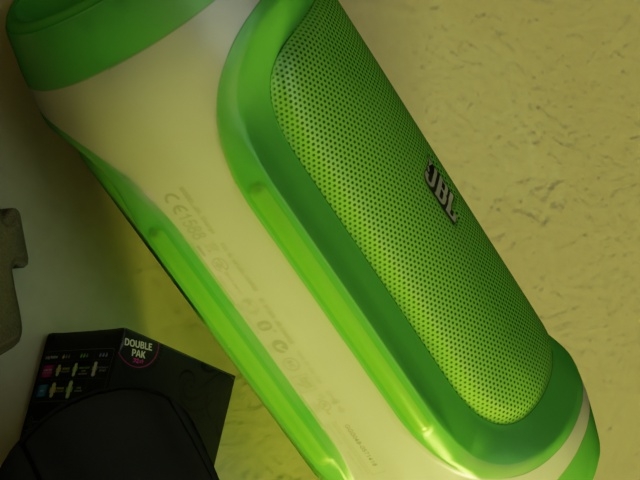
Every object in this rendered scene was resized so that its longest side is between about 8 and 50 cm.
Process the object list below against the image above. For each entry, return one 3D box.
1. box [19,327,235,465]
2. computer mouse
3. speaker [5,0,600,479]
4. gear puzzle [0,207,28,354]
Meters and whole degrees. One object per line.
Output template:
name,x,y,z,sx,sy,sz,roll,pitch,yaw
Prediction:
box,-0.079,0.083,0.698,0.062,0.052,0.083,29,65,-39
computer mouse,-0.031,0.178,0.672,0.184,0.060,0.262,-8,106,-36
speaker,0.000,0.000,0.734,0.296,0.131,0.131,56,52,-24
gear puzzle,-0.169,-0.011,0.622,0.175,0.044,0.339,-33,117,-65
